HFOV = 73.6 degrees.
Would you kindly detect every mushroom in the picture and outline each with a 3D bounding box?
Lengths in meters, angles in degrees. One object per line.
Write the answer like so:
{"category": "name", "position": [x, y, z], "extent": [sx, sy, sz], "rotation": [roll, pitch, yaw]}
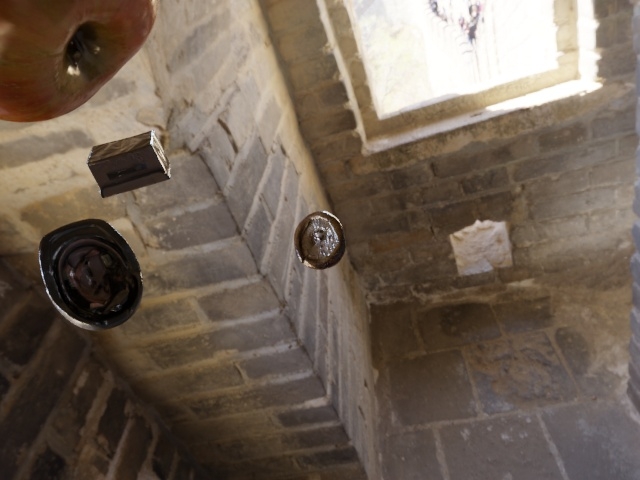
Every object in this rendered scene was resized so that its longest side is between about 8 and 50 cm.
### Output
{"category": "mushroom", "position": [0.000, 0.000, 0.882], "extent": [0.123, 0.123, 0.052], "rotation": [-6, -9, 27]}

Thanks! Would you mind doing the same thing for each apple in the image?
{"category": "apple", "position": [-0.285, -0.245, 0.367], "extent": [0.242, 0.241, 0.242], "rotation": [-46, 5, 6]}

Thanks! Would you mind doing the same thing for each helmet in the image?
{"category": "helmet", "position": [-0.538, 0.094, 1.021], "extent": [0.198, 0.253, 0.154], "rotation": [-27, -11, -33]}

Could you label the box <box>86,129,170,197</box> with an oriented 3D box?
{"category": "box", "position": [-0.722, -0.294, 1.621], "extent": [0.253, 0.153, 0.188], "rotation": [-18, 35, -8]}
